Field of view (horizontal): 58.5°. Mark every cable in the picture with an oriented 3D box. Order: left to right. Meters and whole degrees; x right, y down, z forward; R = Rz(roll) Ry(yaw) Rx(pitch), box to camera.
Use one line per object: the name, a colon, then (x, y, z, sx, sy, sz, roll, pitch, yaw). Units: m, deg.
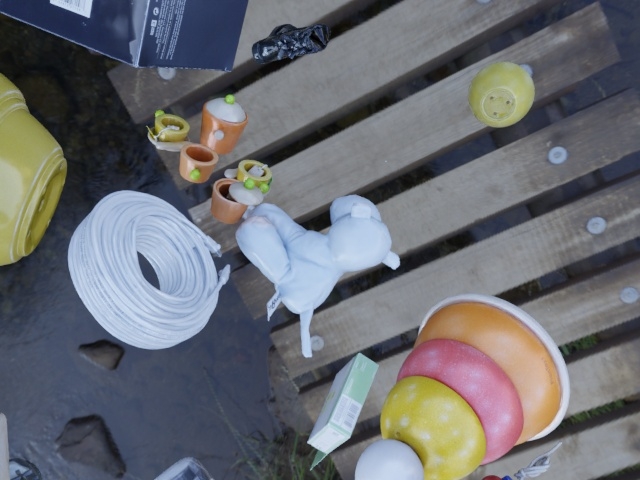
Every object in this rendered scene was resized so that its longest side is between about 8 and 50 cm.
cable: (-0.271, 0.043, 0.906, 0.089, 0.257, 0.257, -28, 117, 24)

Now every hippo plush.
hippo plush: (0.000, 0.000, 1.062, 0.237, 0.294, 0.234, -34, 112, 17)

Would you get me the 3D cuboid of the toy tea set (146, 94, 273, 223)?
toy tea set: (-0.190, -0.181, 1.123, 0.336, 0.200, 0.124, 49, 132, 29)

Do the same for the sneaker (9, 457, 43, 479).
sneaker: (-0.679, 0.546, 1.280, 0.106, 0.101, 0.267, 53, 145, 32)

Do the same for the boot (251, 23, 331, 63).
boot: (-0.031, -0.286, 0.813, 0.099, 0.121, 0.045, -2, 120, 32)

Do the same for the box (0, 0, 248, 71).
box: (-0.376, -0.474, 1.131, 0.343, 0.312, 0.178, 24, 111, 16)

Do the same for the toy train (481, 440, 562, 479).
toy train: (0.304, 0.429, 0.860, 0.248, 0.143, 0.105, -37, 133, 5)

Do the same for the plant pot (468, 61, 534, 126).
plant pot: (0.363, -0.286, 1.160, 0.134, 0.095, 0.134, 9, 118, 17)

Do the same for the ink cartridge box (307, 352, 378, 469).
ink cartridge box: (0.027, 0.354, 1.171, 0.056, 0.171, 0.235, 31, 139, -2)

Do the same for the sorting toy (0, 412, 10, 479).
sorting toy: (-0.506, 0.345, 0.663, 0.257, 0.089, 0.255, -6, 86, 6)

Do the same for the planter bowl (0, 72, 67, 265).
planter bowl: (-0.293, -0.046, 0.518, 0.090, 0.217, 0.217, 20, 100, -15)

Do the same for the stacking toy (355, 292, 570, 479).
stacking toy: (0.230, 0.339, 1.111, 0.351, 0.480, 0.350, 21, 123, 38)

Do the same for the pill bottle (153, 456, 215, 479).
pill bottle: (-0.052, 0.263, 0.327, 0.130, 0.130, 0.245, -42, 81, 10)
